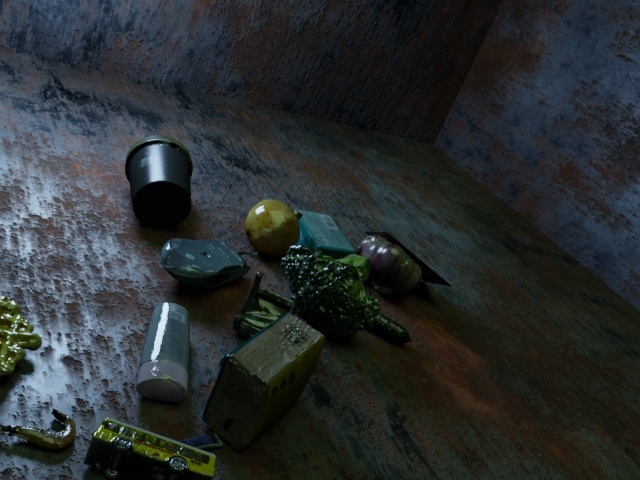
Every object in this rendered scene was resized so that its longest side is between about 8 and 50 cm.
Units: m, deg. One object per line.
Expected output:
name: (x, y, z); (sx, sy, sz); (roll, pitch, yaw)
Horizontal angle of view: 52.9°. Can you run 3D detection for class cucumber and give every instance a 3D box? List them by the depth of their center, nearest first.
cucumber: (0.159, 0.237, 1.907); (0.245, 0.067, 0.067); (28, 25, 4)

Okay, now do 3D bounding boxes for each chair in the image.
chair: (-0.142, 0.197, 1.675); (0.136, 0.147, 0.270); (25, -19, -2)

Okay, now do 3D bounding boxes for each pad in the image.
pad: (0.294, 0.062, 2.199); (0.299, 0.005, 0.202); (39, -11, -16)

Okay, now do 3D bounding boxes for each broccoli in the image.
broccoli: (0.038, 0.125, 1.823); (0.245, 0.247, 0.288); (-24, 95, -54)

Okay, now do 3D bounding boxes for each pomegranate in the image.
pomegranate: (-0.144, -0.045, 2.059); (0.196, 0.196, 0.196); (19, 25, -9)

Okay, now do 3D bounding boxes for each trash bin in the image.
trash bin: (-0.504, -0.201, 2.031); (0.214, 0.214, 0.334); (10, 33, -27)

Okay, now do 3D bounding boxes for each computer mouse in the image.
computer mouse: (-0.303, 0.069, 1.816); (0.167, 0.090, 0.379); (43, 24, 25)

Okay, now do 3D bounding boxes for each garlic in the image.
garlic: (0.216, 0.093, 2.128); (0.244, 0.161, 0.245); (35, 0, 0)

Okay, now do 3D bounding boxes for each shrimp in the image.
shrimp: (-0.509, 0.340, 1.170); (0.127, 0.025, 0.091); (17, 25, -24)

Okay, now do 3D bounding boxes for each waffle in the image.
waffle: (-0.727, 0.184, 1.255); (0.307, 0.060, 0.312); (29, 24, 14)

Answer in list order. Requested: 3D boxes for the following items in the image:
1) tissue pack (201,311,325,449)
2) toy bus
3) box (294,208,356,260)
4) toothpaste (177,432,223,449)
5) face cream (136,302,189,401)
tissue pack: (-0.115, 0.297, 1.394); (0.134, 0.192, 0.271); (30, 26, 17)
toy bus: (-0.304, 0.397, 1.164); (0.226, 0.081, 0.074); (20, 24, -6)
box: (0.000, 0.000, 2.199); (0.153, 0.092, 0.245); (10, 29, -29)
toothpaste: (-0.258, 0.403, 1.266); (0.139, 0.021, 0.037); (2, 31, -41)
face cream: (-0.345, 0.244, 1.441); (0.107, 0.073, 0.269); (11, 27, -15)
